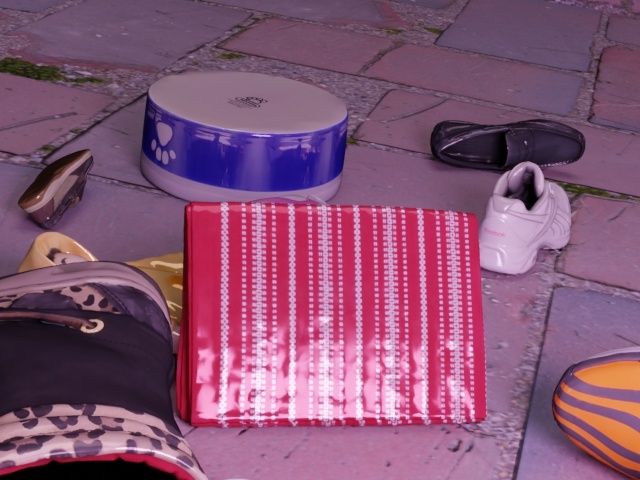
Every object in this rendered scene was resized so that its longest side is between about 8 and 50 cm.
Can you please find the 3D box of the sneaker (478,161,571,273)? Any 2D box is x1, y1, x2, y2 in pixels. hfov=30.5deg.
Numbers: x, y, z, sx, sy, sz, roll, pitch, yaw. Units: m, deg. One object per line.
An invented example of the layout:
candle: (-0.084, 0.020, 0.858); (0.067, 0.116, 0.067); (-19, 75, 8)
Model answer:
sneaker: (0.255, -0.044, 1.410); (0.090, 0.115, 0.232); (17, 25, 20)

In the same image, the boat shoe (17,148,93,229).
boat shoe: (-0.301, -0.059, 1.359); (0.056, 0.049, 0.152); (-16, 22, 24)

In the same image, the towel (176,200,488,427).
towel: (0.011, 0.065, 1.035); (0.275, 0.199, 0.031); (2, -12, -13)

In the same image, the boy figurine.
boy figurine: (-0.142, 0.053, 1.107); (0.285, 0.092, 0.177); (11, 26, 0)

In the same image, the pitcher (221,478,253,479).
pitcher: (-0.027, 0.217, 0.727); (0.207, 0.125, 0.178); (9, 29, 28)

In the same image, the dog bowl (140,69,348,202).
dog bowl: (-0.098, -0.134, 1.521); (0.265, 0.104, 0.265); (7, 24, -3)

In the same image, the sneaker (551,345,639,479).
sneaker: (0.323, 0.187, 0.901); (0.321, 0.124, 0.180); (17, 24, 19)

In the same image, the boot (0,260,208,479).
boot: (-0.254, 0.139, 0.723); (0.377, 0.138, 0.284); (-13, 22, -14)

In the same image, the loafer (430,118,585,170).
loafer: (0.268, -0.130, 1.669); (0.223, 0.076, 0.078); (2, 29, -1)

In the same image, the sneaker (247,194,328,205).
sneaker: (0.000, 0.000, 1.251); (0.252, 0.103, 0.111); (10, 25, 4)
